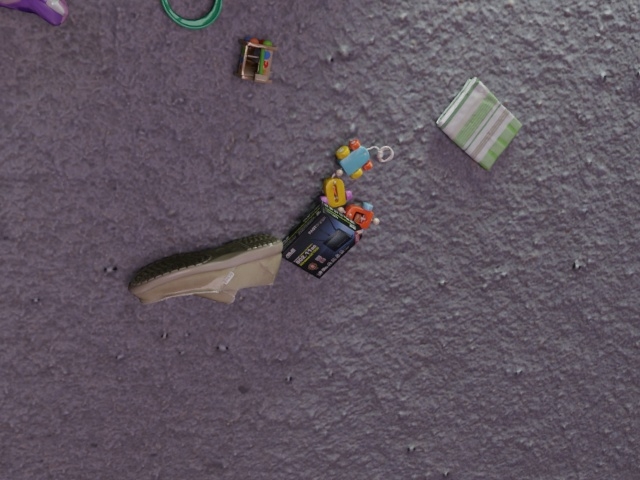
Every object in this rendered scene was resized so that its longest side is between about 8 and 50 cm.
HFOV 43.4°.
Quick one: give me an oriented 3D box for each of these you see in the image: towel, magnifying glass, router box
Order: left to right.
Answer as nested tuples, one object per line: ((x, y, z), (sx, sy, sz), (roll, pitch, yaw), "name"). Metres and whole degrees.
((-0.228, -0.423, 1.199), (0.092, 0.026, 0.231), (-31, 116, 3), "magnifying glass")
((0.000, 0.000, 1.407), (0.092, 0.038, 0.122), (31, 117, -27), "router box")
((0.294, -0.215, 1.491), (0.152, 0.023, 0.113), (37, 94, -30), "towel")

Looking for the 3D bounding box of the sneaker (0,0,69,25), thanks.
((-0.465, -0.353, 1.099), (0.236, 0.095, 0.104), (28, 101, -22), "sneaker")

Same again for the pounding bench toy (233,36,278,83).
((-0.098, -0.284, 1.269), (0.052, 0.083, 0.065), (5, 106, -23), "pounding bench toy")

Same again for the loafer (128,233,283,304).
((-0.183, 0.065, 1.343), (0.268, 0.102, 0.092), (-15, 107, -18), "loafer")

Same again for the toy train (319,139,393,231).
((0.060, -0.099, 1.421), (0.125, 0.046, 0.166), (11, 106, -26), "toy train")
